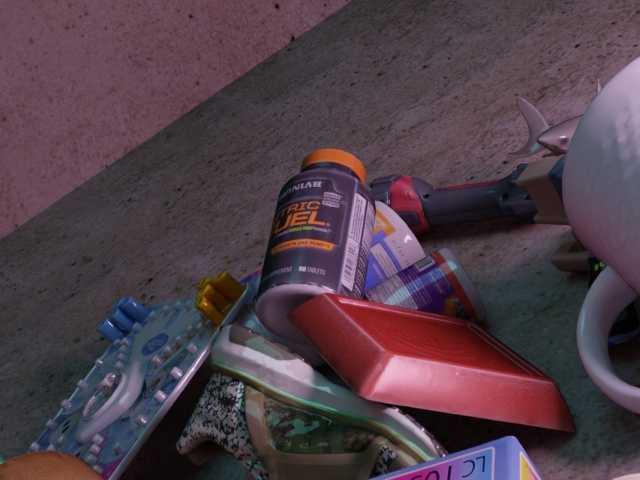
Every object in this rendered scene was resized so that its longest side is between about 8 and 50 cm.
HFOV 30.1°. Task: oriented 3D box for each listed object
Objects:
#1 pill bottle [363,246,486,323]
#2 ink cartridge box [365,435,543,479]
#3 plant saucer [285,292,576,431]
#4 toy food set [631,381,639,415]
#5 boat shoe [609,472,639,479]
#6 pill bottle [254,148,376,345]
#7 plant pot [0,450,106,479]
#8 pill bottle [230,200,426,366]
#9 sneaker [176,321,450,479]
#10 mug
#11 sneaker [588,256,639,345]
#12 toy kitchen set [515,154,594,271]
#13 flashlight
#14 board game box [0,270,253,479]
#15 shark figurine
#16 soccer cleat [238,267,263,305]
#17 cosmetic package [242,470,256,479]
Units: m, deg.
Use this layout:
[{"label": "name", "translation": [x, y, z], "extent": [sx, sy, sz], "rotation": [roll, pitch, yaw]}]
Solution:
[{"label": "pill bottle", "translation": [0.104, 0.100, 1.520], "extent": [0.193, 0.108, 0.108], "rotation": [-30, 23, -1]}, {"label": "ink cartridge box", "translation": [0.060, 0.370, 0.912], "extent": [0.270, 0.151, 0.395], "rotation": [-23, 31, 24]}, {"label": "plant saucer", "translation": [0.120, 0.124, 1.313], "extent": [0.259, 0.258, 0.048], "rotation": [-142, 66, -66]}, {"label": "toy food set", "translation": [0.352, 0.163, 1.212], "extent": [0.078, 0.019, 0.122], "rotation": [-34, 23, -12]}, {"label": "boat shoe", "translation": [0.302, 0.242, 1.048], "extent": [0.170, 0.063, 0.059], "rotation": [-19, 19, 22]}, {"label": "pill bottle", "translation": [0.000, 0.000, 1.504], "extent": [0.130, 0.130, 0.246], "rotation": [-16, 45, 29]}, {"label": "plant pot", "translation": [-0.244, 0.374, 1.242], "extent": [0.254, 0.237, 0.237], "rotation": [18, 49, 42]}, {"label": "pill bottle", "translation": [0.006, 0.077, 1.627], "extent": [0.272, 0.152, 0.152], "rotation": [-33, 23, -11]}, {"label": "sneaker", "translation": [0.005, 0.246, 1.251], "extent": [0.410, 0.158, 0.182], "rotation": [24, 75, 40]}, {"label": "mug", "translation": [0.407, 0.014, 1.178], "extent": [0.374, 0.276, 0.328], "rotation": [-48, 32, 7]}, {"label": "sneaker", "translation": [0.331, 0.059, 1.378], "extent": [0.067, 0.078, 0.188], "rotation": [-17, 26, 28]}, {"label": "toy kitchen set", "translation": [0.368, -0.074, 1.498], "extent": [0.122, 0.166, 0.207], "rotation": [-4, 33, 46]}, {"label": "flashlight", "translation": [0.216, -0.064, 1.757], "extent": [0.304, 0.103, 0.103], "rotation": [-8, 74, 34]}, {"label": "board game box", "translation": [-0.299, 0.215, 1.642], "extent": [0.390, 0.050, 0.390], "rotation": [-15, 35, 57]}, {"label": "shark figurine", "translation": [0.356, -0.165, 1.628], "extent": [0.166, 0.116, 0.278], "rotation": [2, 7, 0]}, {"label": "soccer cleat", "translation": [-0.050, 0.056, 1.808], "extent": [0.248, 0.095, 0.083], "rotation": [-2, 35, 47]}, {"label": "cosmetic package", "translation": [-0.042, 0.291, 1.352], "extent": [0.099, 0.060, 0.239], "rotation": [-17, 26, 25]}]
